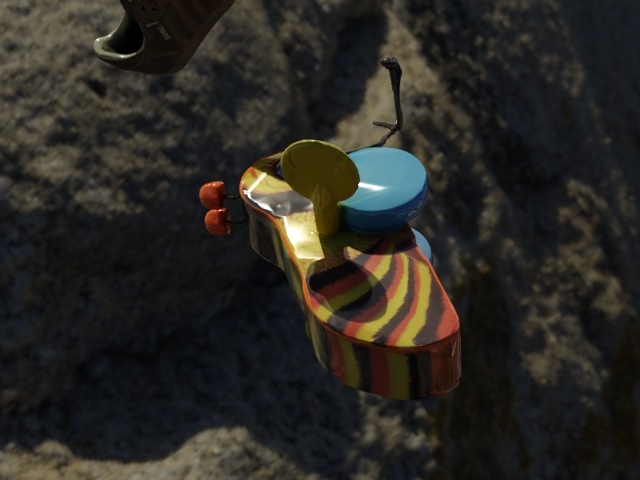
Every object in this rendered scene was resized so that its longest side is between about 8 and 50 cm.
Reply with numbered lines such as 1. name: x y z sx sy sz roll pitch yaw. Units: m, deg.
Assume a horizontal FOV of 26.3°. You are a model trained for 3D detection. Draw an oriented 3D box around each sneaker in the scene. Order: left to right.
1. sneaker: -0.112 -0.190 1.032 0.071 0.188 0.066 -5 56 -34

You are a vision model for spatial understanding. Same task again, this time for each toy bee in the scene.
1. toy bee: 0.000 0.000 0.969 0.298 0.162 0.195 -99 180 -68
